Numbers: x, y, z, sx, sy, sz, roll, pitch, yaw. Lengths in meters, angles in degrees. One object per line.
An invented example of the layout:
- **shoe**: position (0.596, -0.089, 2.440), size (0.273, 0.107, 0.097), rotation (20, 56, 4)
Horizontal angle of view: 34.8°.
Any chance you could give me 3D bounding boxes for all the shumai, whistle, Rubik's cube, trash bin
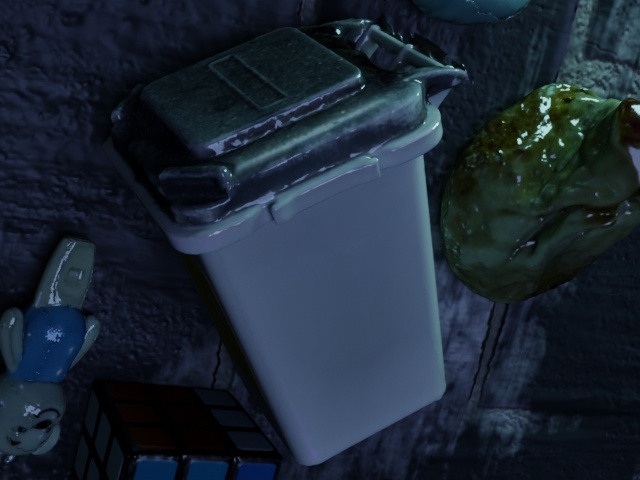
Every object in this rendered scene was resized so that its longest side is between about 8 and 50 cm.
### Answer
- **shumai**: position (0.267, -0.032, 1.098), size (0.222, 0.203, 0.271), rotation (10, 109, -27)
- **whistle**: position (-0.265, 0.109, 0.979), size (0.114, 0.077, 0.235), rotation (13, 101, -48)
- **Rubik's cube**: position (-0.154, 0.248, 1.034), size (0.161, 0.163, 0.162), rotation (9, 102, -28)
- **trash bin**: position (0.000, 0.000, 0.969), size (0.296, 0.256, 0.367), rotation (-27, 125, -15)

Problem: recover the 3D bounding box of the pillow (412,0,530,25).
- **pillow**: position (0.168, -0.324, 1.005), size (0.214, 0.086, 0.233), rotation (21, 102, -35)
